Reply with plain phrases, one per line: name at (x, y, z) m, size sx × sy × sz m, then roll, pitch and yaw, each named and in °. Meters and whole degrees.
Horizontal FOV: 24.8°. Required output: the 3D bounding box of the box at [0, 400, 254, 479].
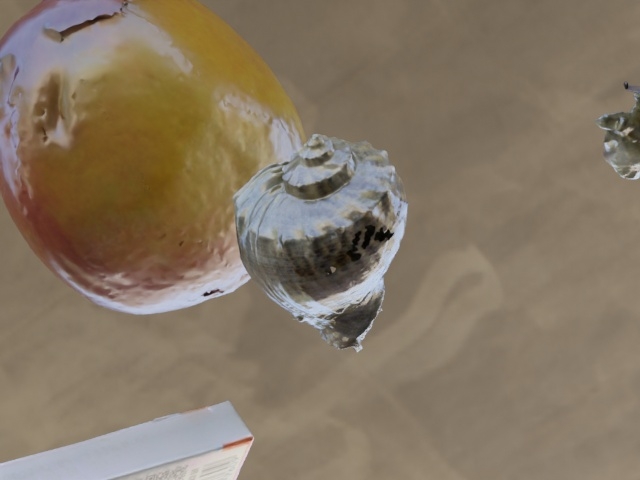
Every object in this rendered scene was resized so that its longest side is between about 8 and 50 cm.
box at (-0.203, 0.254, 1.108) m, size 0.265 × 0.048 × 0.273 m, roll -11°, pitch -41°, yaw -39°

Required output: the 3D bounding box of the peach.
peach at (-0.183, -0.105, 1.513) m, size 0.372 × 0.290 × 0.373 m, roll -7°, pitch -78°, yaw -37°

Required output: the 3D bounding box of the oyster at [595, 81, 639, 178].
oyster at (0.324, -0.125, 0.985) m, size 0.275 × 0.271 × 0.100 m, roll -33°, pitch -92°, yaw 6°

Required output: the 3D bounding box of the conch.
conch at (0.000, 0.000, 1.242) m, size 0.155 × 0.130 × 0.207 m, roll 17°, pitch -48°, yaw 34°
